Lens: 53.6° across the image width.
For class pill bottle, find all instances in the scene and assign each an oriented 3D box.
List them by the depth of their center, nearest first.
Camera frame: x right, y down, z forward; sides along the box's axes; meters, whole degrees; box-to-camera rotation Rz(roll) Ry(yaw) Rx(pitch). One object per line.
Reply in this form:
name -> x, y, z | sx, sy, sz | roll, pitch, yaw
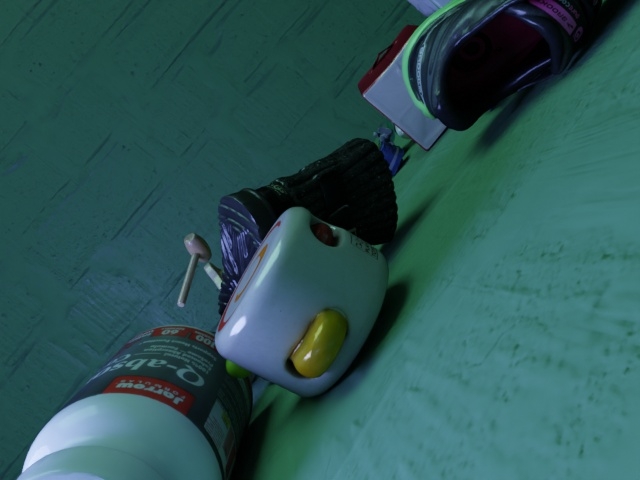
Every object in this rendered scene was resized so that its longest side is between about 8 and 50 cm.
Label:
pill bottle -> -0.202, 0.245, 0.725 | 0.210, 0.210, 0.363 | -49, 5, 9

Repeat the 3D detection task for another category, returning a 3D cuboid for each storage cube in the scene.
storage cube -> 0.212, -0.334, 1.370 | 0.184, 0.215, 0.193 | -48, 12, 15

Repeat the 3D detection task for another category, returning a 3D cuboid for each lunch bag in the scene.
lunch bag -> 0.170, -0.199, 1.549 | 0.098, 0.065, 0.067 | -68, 3, -70

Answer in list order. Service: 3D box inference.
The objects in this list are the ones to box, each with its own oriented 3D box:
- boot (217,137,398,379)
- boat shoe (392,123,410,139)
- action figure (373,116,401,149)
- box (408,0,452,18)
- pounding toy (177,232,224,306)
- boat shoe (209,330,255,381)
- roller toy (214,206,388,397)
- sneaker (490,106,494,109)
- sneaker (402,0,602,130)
boot -> -0.012, 0.034, 0.957 | 0.260, 0.131, 0.348 | -27, -42, -35
boat shoe -> 0.240, -0.325, 1.732 | 0.088, 0.096, 0.267 | -52, 10, 17
action figure -> 0.181, -0.266, 1.765 | 0.063, 0.137, 0.232 | -8, -2, 3
box -> 0.341, -0.529, 1.316 | 0.231, 0.262, 0.127 | -49, 5, 4
pounding toy -> -0.151, 0.103, 1.135 | 0.155, 0.269, 0.154 | -43, -40, -2
boat shoe -> -0.173, 0.209, 1.039 | 0.103, 0.113, 0.302 | -18, -15, 18
roller toy -> -0.016, 0.071, 0.718 | 0.191, 0.146, 0.209 | -65, 10, -28
sneaker -> 0.267, -0.246, 1.053 | 0.068, 0.071, 0.170 | -29, -4, 17
sneaker -> 0.311, -0.316, 0.797 | 0.483, 0.185, 0.202 | -46, 31, 31
